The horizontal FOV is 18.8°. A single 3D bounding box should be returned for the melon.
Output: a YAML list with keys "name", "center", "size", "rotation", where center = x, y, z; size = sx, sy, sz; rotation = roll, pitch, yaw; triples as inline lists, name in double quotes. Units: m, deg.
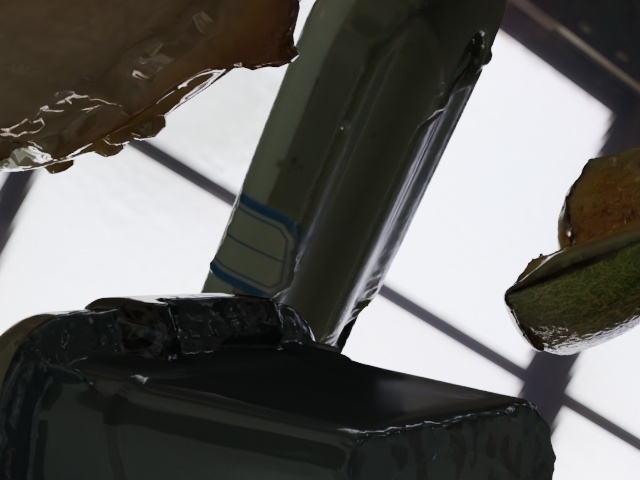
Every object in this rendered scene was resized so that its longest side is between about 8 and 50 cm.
- name: "melon"
  center: [0.178, 0.009, 1.102]
  size: [0.128, 0.079, 0.160]
  rotation: [-20, -163, 36]

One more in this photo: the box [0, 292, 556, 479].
- name: "box"
  center: [-0.023, 0.132, 0.540]
  size: [0.130, 0.162, 0.227]
  rotation: [8, -87, 29]

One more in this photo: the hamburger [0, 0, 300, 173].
- name: "hamburger"
  center: [-0.082, -0.120, 0.379]
  size: [0.237, 0.147, 0.237]
  rotation: [-3, -98, 24]

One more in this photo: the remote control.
- name: "remote control"
  center: [0.000, 0.000, 0.879]
  size: [0.128, 0.065, 0.335]
  rotation: [-48, 166, -47]
